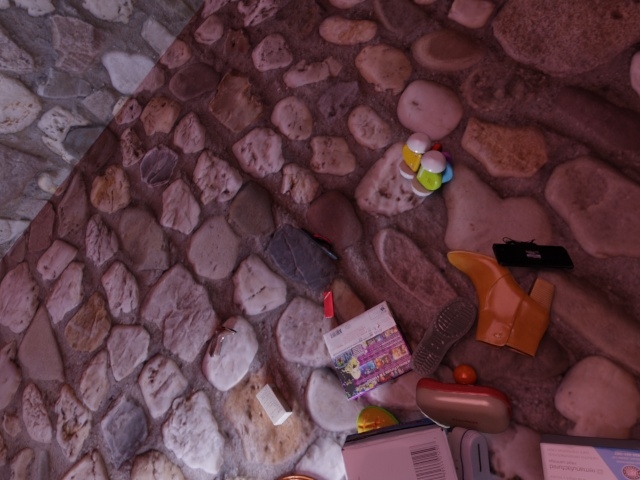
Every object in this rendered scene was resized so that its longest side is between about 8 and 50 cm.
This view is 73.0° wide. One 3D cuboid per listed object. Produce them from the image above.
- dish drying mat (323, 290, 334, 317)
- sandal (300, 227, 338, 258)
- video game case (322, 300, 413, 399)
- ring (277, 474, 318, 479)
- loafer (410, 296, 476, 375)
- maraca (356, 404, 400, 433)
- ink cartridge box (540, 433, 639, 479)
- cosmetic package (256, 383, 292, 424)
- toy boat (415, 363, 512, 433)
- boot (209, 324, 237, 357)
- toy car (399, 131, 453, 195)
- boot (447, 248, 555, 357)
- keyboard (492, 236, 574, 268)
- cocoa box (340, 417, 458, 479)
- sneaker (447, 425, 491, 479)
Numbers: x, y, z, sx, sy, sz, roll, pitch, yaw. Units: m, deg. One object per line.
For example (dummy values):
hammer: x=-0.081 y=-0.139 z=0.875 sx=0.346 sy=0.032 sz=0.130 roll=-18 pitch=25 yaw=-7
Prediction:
dish drying mat: x=0.026 y=0.207 z=1.401 sx=0.032 sy=0.008 sz=0.083 roll=-13 pitch=67 yaw=23
sandal: x=0.000 y=0.000 z=1.455 sx=0.040 sy=0.067 sz=0.179 roll=-45 pitch=55 yaw=-5
video game case: x=0.143 y=0.323 z=1.278 sx=0.232 sy=0.042 sz=0.210 roll=-32 pitch=61 yaw=15
ring: x=-0.063 y=0.850 z=1.217 sx=0.337 sy=0.032 sz=0.336 roll=-9 pitch=70 yaw=25
loafer: x=0.325 y=0.257 z=1.175 sx=0.094 sy=0.087 sz=0.251 roll=41 pitch=77 yaw=15
maraca: x=0.175 y=0.529 z=1.159 sx=0.186 sy=0.099 sz=0.127 roll=44 pitch=116 yaw=24
ink cartridge box: x=0.572 y=0.553 z=0.875 sx=0.198 sy=0.197 sz=0.270 roll=-9 pitch=70 yaw=26
cosmetic package: x=-0.147 y=0.517 z=1.370 sx=0.060 sy=0.041 sz=0.115 roll=-46 pitch=58 yaw=7
toy boat: x=0.361 y=0.386 z=1.101 sx=0.231 sy=0.151 sz=0.151 roll=-3 pitch=41 yaw=27
boot: x=-0.348 y=0.365 z=1.533 sx=0.106 sy=0.037 sz=0.114 roll=3 pitch=71 yaw=43
toy car: x=0.334 y=-0.238 z=1.323 sx=0.136 sy=0.159 sz=0.182 roll=-17 pitch=59 yaw=-18
boot: x=0.438 y=0.160 z=1.127 sx=0.295 sy=0.104 sz=0.211 roll=23 pitch=75 yaw=24
keyboard: x=0.546 y=0.040 z=1.128 sx=0.192 sy=0.038 sz=0.100 roll=4 pitch=48 yaw=0
cocoa box: x=0.196 y=0.605 z=0.963 sx=0.231 sy=0.228 sz=0.347 roll=-14 pitch=72 yaw=3
sneaker: x=0.356 y=0.577 z=1.046 sx=0.091 sy=0.094 sz=0.258 roll=-2 pitch=88 yaw=62
